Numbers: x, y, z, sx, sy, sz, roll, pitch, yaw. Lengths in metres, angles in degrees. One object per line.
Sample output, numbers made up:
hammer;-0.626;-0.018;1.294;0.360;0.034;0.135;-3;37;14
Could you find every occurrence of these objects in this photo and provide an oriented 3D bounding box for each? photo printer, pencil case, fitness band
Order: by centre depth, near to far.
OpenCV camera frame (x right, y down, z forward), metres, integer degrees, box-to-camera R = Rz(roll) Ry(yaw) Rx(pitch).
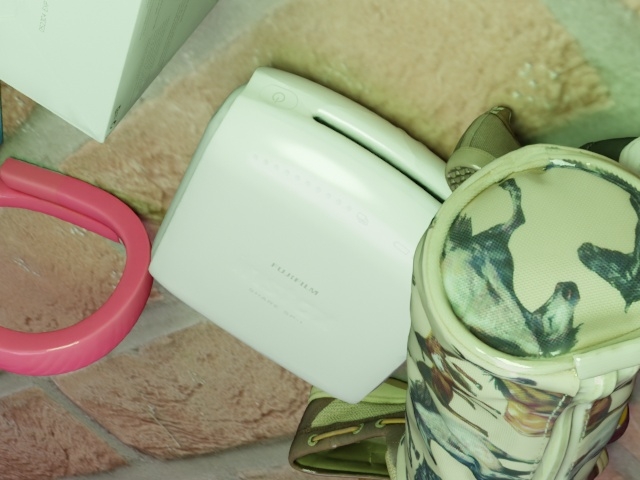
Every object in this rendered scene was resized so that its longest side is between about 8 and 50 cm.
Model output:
pencil case;0.140;0.108;0.880;0.410;0.159;0.184;89;157;-58
photo printer;0.000;0.000;1.050;0.256;0.107;0.307;33;149;-3
fitness band;-0.302;0.024;1.247;0.290;0.209;0.054;19;147;21

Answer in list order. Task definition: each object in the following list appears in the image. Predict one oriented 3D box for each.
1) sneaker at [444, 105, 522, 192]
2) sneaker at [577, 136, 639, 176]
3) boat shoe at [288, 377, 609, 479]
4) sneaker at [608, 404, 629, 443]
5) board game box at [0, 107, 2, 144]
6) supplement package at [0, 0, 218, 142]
sneaker;0.164;-0.018;0.918;0.066;0.071;0.188;0;140;45
sneaker;0.258;0.028;0.894;0.108;0.100;0.271;10;140;53
boat shoe;0.111;0.212;1.231;0.342;0.123;0.123;5;140;36
sneaker;0.230;0.109;1.038;0.084;0.070;0.185;4;140;45
board game box;-0.376;-0.106;1.103;0.064;0.242;0.316;27;149;4
supplement package;-0.127;-0.213;0.775;0.149;0.203;0.194;33;148;-1
